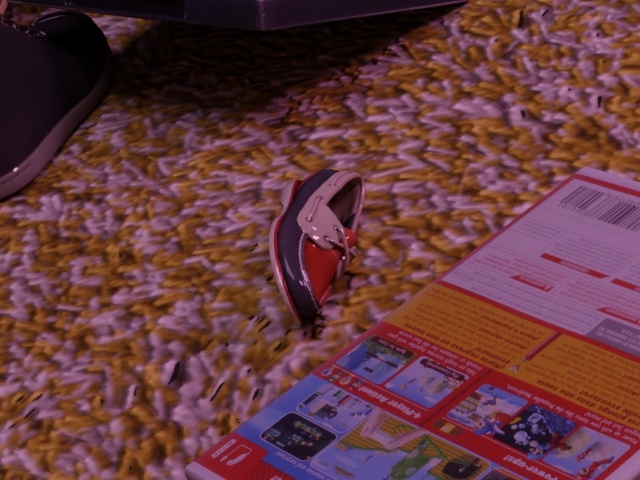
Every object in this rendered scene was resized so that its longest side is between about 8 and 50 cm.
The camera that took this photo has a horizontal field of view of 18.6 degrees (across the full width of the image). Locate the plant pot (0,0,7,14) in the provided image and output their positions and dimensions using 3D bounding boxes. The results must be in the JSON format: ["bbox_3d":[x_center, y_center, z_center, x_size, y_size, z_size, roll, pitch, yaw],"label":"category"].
[{"bbox_3d":[-0.404,-0.226,1.577,0.237,0.237,0.254,-38,18,-27],"label":"plant pot"}]

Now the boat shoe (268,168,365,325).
[{"bbox_3d":[0.000,0.000,1.086,0.043,0.049,0.137,-12,26,11],"label":"boat shoe"}]

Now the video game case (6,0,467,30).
[{"bbox_3d":[-0.062,-0.177,1.365,0.196,0.026,0.274,-14,17,-42],"label":"video game case"}]

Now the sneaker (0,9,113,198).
[{"bbox_3d":[-0.214,-0.133,1.370,0.083,0.118,0.222,-11,31,18],"label":"sneaker"}]

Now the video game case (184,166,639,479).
[{"bbox_3d":[0.101,0.066,0.930,0.285,0.025,0.204,-35,33,-24],"label":"video game case"}]
